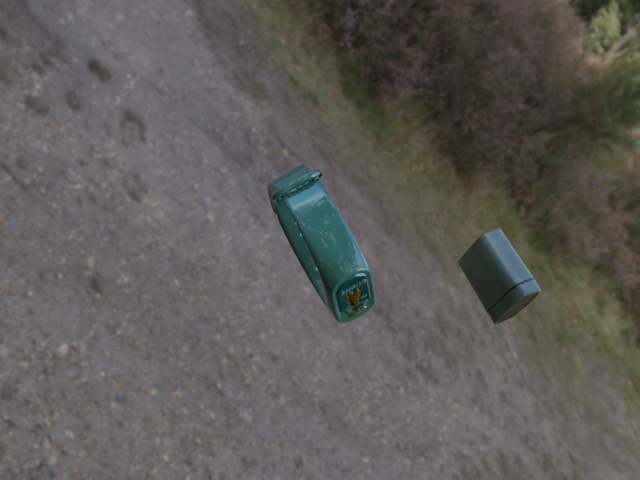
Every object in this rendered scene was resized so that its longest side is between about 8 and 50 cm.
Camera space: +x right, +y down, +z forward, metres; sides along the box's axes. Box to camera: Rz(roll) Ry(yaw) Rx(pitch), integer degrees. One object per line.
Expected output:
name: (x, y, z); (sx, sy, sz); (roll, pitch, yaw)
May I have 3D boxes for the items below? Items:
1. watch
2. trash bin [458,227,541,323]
watch: (0.000, 0.000, 1.118); (0.195, 0.068, 0.237); (59, -6, 25)
trash bin: (0.307, 0.063, 1.518); (0.059, 0.116, 0.129); (-18, 67, -27)
